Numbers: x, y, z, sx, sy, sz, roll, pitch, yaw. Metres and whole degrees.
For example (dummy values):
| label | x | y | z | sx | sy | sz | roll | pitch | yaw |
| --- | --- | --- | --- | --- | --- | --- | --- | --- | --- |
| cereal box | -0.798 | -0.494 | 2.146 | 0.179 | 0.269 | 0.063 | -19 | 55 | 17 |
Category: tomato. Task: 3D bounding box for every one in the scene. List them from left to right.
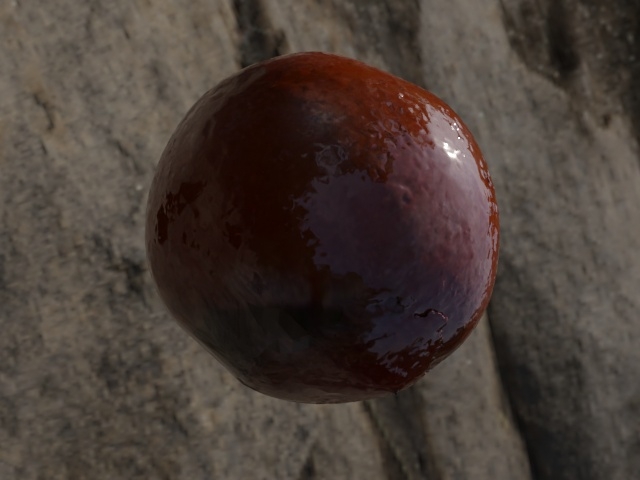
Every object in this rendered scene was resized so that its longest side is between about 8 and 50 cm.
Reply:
| label | x | y | z | sx | sy | sz | roll | pitch | yaw |
| --- | --- | --- | --- | --- | --- | --- | --- | --- | --- |
| tomato | 0.000 | 0.000 | 0.777 | 0.208 | 0.208 | 0.184 | 46 | 35 | -35 |
